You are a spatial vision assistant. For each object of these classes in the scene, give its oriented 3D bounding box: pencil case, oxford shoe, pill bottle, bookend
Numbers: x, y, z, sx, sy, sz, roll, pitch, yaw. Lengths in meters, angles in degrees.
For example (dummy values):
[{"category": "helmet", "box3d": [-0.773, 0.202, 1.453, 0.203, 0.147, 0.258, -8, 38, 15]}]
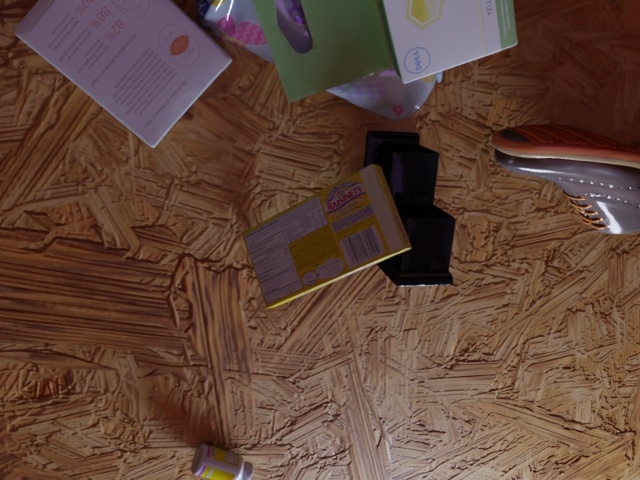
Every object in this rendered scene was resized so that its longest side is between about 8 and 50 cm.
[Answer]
[{"category": "pencil case", "box3d": [0.005, -0.237, 0.647, 0.273, 0.124, 0.113, 23, 62, -21]}, {"category": "oxford shoe", "box3d": [0.389, -0.072, 0.798, 0.363, 0.130, 0.133, 9, 114, -15]}, {"category": "pill bottle", "box3d": [-0.142, 0.327, 0.846, 0.083, 0.043, 0.043, 26, 101, -20]}, {"category": "bookend", "box3d": [0.107, -0.044, 0.719, 0.072, 0.157, 0.156, -1, 109, -14]}]

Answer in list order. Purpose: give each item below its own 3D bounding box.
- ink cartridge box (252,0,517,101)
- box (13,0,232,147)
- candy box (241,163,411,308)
[{"category": "ink cartridge box", "box3d": [0.057, -0.233, 0.553, 0.235, 0.056, 0.171, -19, 125, 3]}, {"category": "box", "box3d": [-0.202, -0.207, 0.622, 0.170, 0.091, 0.130, 42, 95, -22]}, {"category": "candy box", "box3d": [0.000, 0.000, 0.699, 0.206, 0.027, 0.105, -25, 76, 30]}]
